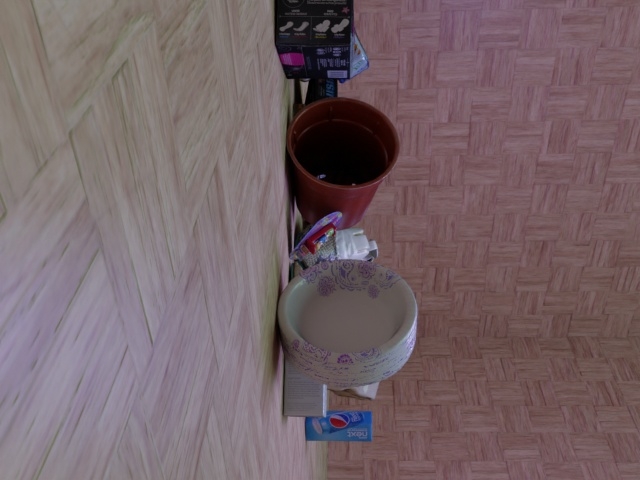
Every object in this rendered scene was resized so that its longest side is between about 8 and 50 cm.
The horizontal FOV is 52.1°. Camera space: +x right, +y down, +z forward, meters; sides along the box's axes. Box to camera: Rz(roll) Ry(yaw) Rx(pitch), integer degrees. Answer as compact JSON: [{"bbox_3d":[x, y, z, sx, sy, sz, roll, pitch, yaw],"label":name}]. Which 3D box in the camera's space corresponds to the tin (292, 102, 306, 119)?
[{"bbox_3d":[-0.053,-0.279,1.786,0.106,0.040,0.189,-77,167,-59],"label":"tin"}]

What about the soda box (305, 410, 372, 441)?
[{"bbox_3d":[0.059,0.590,2.083,0.067,0.210,0.071,-83,172,-66],"label":"soda box"}]

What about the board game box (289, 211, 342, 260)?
[{"bbox_3d":[0.000,0.000,1.611,0.168,0.033,0.133,-48,163,23],"label":"board game box"}]

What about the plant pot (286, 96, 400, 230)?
[{"bbox_3d":[0.043,-0.174,1.670,0.265,0.272,0.272,101,-9,-61],"label":"plant pot"}]

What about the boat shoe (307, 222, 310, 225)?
[{"bbox_3d":[-0.003,-0.086,2.178,0.123,0.123,0.342,58,8,-6],"label":"boat shoe"}]

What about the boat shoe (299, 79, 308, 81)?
[{"bbox_3d":[-0.040,-0.461,1.770,0.170,0.063,0.059,-72,155,-83],"label":"boat shoe"}]

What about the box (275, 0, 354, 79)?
[{"bbox_3d":[-0.006,-0.459,1.449,0.247,0.163,0.142,40,51,-87],"label":"box"}]

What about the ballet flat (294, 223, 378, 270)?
[{"bbox_3d":[0.073,0.024,1.935,0.483,0.182,0.164,20,63,-74],"label":"ballet flat"}]

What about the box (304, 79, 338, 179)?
[{"bbox_3d":[-0.002,-0.351,1.913,0.293,0.073,0.295,110,-19,-65],"label":"box"}]

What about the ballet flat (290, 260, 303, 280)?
[{"bbox_3d":[-0.042,0.144,1.577,0.073,0.067,0.206,86,4,-61],"label":"ballet flat"}]

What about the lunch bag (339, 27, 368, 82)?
[{"bbox_3d":[0.020,-0.562,1.681,0.303,0.115,0.243,63,11,-4],"label":"lunch bag"}]

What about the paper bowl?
[{"bbox_3d":[0.056,0.183,1.362,0.284,0.284,0.148,-87,176,-50],"label":"paper bowl"}]

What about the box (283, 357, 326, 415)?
[{"bbox_3d":[-0.032,0.316,1.499,0.130,0.091,0.170,79,11,-72],"label":"box"}]

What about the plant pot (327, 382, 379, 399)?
[{"bbox_3d":[0.081,0.308,1.967,0.334,0.334,0.305,81,20,-72],"label":"plant pot"}]
